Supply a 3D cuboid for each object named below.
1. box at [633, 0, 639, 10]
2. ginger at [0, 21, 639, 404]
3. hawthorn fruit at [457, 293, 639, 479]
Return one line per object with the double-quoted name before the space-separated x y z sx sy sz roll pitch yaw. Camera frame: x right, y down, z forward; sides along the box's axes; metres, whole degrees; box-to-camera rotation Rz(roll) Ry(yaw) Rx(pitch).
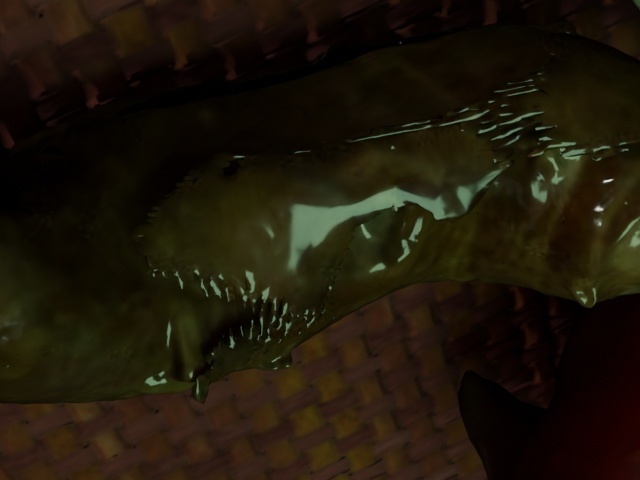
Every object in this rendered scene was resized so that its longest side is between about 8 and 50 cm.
"box" 0.222 -0.209 0.521 0.367 0.090 0.373 -37 139 13
"ginger" 0.000 -0.007 0.585 0.309 0.133 0.107 -10 122 -13
"hawthorn fruit" 0.236 0.102 0.718 0.311 0.295 0.295 -16 140 -15
